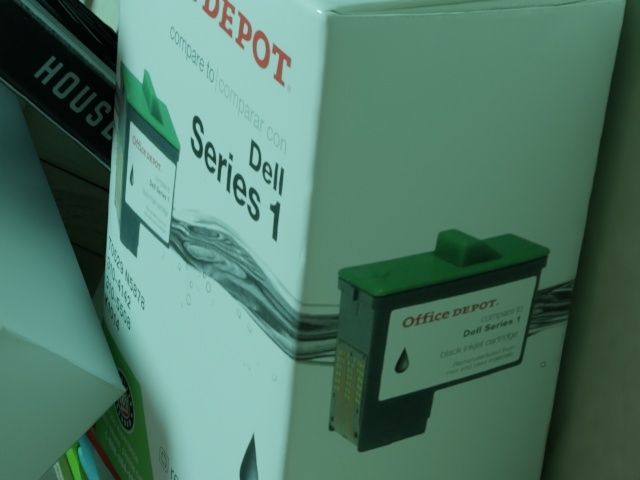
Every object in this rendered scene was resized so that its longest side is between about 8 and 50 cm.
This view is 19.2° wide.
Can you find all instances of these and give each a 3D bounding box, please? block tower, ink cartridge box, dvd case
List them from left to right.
[{"bbox_3d":[-0.182,0.015,0.949,0.335,0.097,0.091,-36,31,64],"label":"block tower"},{"bbox_3d":[-0.108,-0.082,0.731,0.029,0.179,0.239,-46,38,3],"label":"dvd case"},{"bbox_3d":[0.000,0.000,0.575,0.160,0.092,0.219,-133,42,-53],"label":"ink cartridge box"}]

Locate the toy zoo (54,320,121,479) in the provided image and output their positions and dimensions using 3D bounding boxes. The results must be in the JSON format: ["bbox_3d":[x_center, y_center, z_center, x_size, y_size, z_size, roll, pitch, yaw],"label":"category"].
[{"bbox_3d":[-0.045,0.153,0.723,0.293,0.030,0.192,45,153,53],"label":"toy zoo"}]

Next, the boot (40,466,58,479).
[{"bbox_3d":[-0.194,0.131,0.998,0.258,0.123,0.095,147,115,-63],"label":"boot"}]

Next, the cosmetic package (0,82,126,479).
[{"bbox_3d":[-0.148,0.000,0.691,0.099,0.060,0.239,-47,39,17],"label":"cosmetic package"}]
